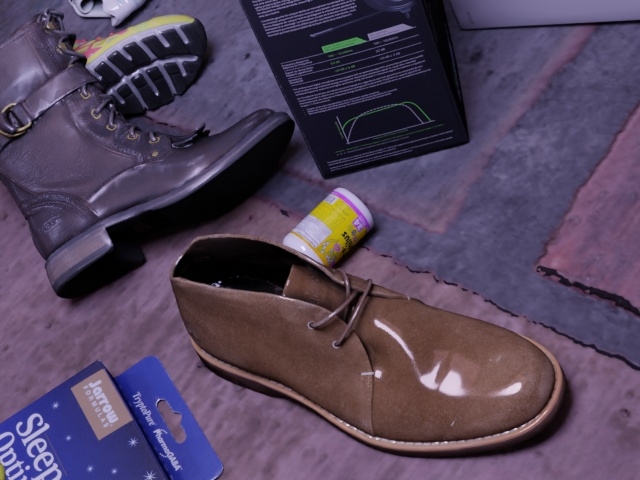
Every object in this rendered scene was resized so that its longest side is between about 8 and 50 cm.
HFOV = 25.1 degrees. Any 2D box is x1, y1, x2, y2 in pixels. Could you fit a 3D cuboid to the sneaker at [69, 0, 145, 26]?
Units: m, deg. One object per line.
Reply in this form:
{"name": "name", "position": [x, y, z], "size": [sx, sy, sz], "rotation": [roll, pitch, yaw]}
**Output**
{"name": "sneaker", "position": [-0.232, -0.255, 1.398], "size": [0.152, 0.053, 0.061], "rotation": [26, 70, 32]}

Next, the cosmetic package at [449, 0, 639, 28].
{"name": "cosmetic package", "position": [0.223, -0.369, 1.250], "size": [0.197, 0.155, 0.365], "rotation": [-1, 56, 23]}

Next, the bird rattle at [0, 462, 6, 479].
{"name": "bird rattle", "position": [-0.287, 0.278, 0.963], "size": [0.207, 0.143, 0.253], "rotation": [43, 105, 10]}

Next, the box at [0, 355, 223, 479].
{"name": "box", "position": [-0.198, 0.182, 1.080], "size": [0.225, 0.036, 0.136], "rotation": [-33, 51, -6]}

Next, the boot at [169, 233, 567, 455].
{"name": "boot", "position": [0.023, 0.070, 1.030], "size": [0.305, 0.115, 0.112], "rotation": [12, 59, 26]}

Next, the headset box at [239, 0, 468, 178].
{"name": "headset box", "position": [0.011, -0.238, 1.149], "size": [0.131, 0.283, 0.246], "rotation": [-15, 51, 10]}

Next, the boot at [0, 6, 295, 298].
{"name": "boot", "position": [-0.180, -0.102, 1.195], "size": [0.263, 0.091, 0.229], "rotation": [-32, 74, -2]}

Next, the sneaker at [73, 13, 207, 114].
{"name": "sneaker", "position": [-0.203, -0.156, 1.298], "size": [0.209, 0.081, 0.094], "rotation": [-27, 49, 0]}

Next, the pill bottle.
{"name": "pill bottle", "position": [0.000, 0.000, 1.133], "size": [0.083, 0.043, 0.043], "rotation": [-44, 53, -13]}
